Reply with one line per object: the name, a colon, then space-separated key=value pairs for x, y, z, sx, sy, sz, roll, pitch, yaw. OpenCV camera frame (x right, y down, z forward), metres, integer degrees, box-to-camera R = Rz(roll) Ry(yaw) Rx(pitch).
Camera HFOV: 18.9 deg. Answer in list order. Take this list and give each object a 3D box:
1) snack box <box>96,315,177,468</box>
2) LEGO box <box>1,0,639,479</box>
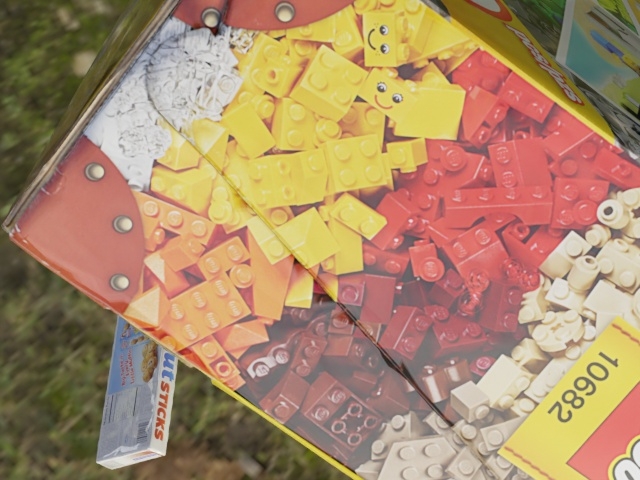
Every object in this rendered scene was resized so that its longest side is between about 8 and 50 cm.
snack box: x=-0.145 y=0.098 z=1.589 sx=0.064 sy=0.178 sz=0.022 roll=-19 pitch=143 yaw=38
LEGO box: x=0.080 y=-0.053 z=1.015 sx=0.372 sy=0.500 sz=0.193 roll=35 pitch=109 yaw=-11
